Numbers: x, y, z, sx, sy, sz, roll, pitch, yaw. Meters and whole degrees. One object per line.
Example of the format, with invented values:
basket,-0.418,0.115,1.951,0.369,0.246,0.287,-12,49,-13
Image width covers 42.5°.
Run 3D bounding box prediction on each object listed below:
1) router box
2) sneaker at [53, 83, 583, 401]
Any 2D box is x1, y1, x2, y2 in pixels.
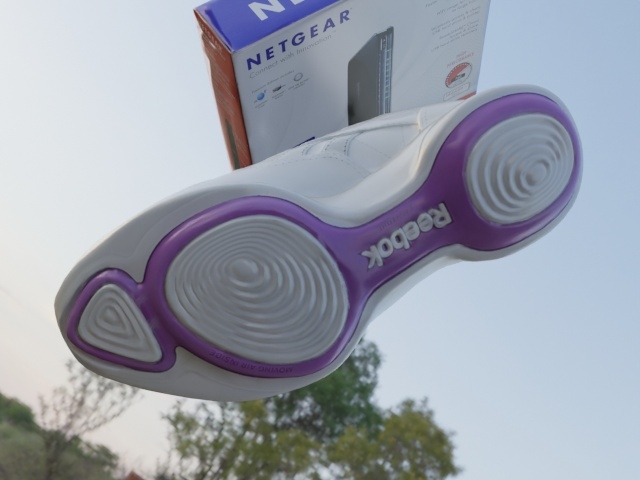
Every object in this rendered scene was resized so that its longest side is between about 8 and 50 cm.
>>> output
router box,0.038,-0.201,0.961,0.082,0.335,0.301,52,-16,28
sneaker,0.000,0.000,0.480,0.152,0.305,0.114,11,-60,69
